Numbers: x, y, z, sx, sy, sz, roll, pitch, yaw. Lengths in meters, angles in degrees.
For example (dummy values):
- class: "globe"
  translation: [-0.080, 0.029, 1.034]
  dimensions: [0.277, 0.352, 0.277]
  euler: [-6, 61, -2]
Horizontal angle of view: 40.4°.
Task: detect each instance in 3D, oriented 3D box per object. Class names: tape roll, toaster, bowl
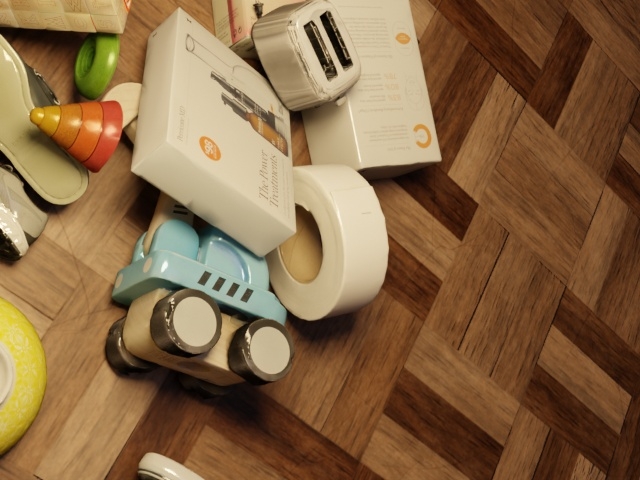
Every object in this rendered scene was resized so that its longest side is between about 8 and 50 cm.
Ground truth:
- class: "tape roll"
  translation: [0.000, 0.000, 1.597]
  dimensions: [0.100, 0.286, 0.286]
  euler: [-9, 86, -34]
- class: "toaster"
  translation: [-0.025, -0.347, 1.583]
  dimensions: [0.129, 0.146, 0.227]
  euler: [-37, 113, -28]
- class: "bowl"
  translation: [-0.532, 0.203, 1.287]
  dimensions: [0.289, 0.156, 0.290]
  euler: [7, 78, -33]

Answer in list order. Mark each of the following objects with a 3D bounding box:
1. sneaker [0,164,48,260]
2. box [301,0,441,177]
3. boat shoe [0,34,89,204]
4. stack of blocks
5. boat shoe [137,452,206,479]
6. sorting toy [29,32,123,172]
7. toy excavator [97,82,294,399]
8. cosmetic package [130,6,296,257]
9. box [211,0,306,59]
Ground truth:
- class: "sneaker"
  translation: [-0.545, -0.096, 1.378]
  dimensions: [0.272, 0.100, 0.108]
  euler: [54, 47, -19]
- class: "box"
  translation: [0.086, -0.303, 1.779]
  dimensions: [0.215, 0.168, 0.346]
  euler: [-8, 86, -35]
- class: "boat shoe"
  translation: [-0.491, -0.217, 1.420]
  dimensions: [0.127, 0.113, 0.340]
  euler: [-37, 105, 5]
- class: "stack of blocks"
  translation: [-0.450, -0.431, 1.386]
  dimensions: [0.297, 0.087, 0.171]
  euler: [5, 64, 5]
- class: "boat shoe"
  translation: [-0.201, 0.501, 1.471]
  dimensions: [0.335, 0.121, 0.119]
  euler: [50, 55, -18]
- class: "sorting toy"
  translation: [-0.405, -0.285, 1.402]
  dimensions: [0.126, 0.127, 0.366]
  euler: [15, 54, -38]
- class: "toy excavator"
  translation: [-0.240, 0.003, 1.501]
  dimensions: [0.432, 0.222, 0.445]
  euler: [26, 59, -29]
- class: "cosmetic package"
  translation: [-0.175, -0.192, 1.503]
  dimensions: [0.284, 0.097, 0.377]
  euler: [33, 34, -33]
- class: "box"
  translation: [-0.122, -0.483, 1.699]
  dimensions: [0.148, 0.126, 0.233]
  euler: [-3, 84, -33]
